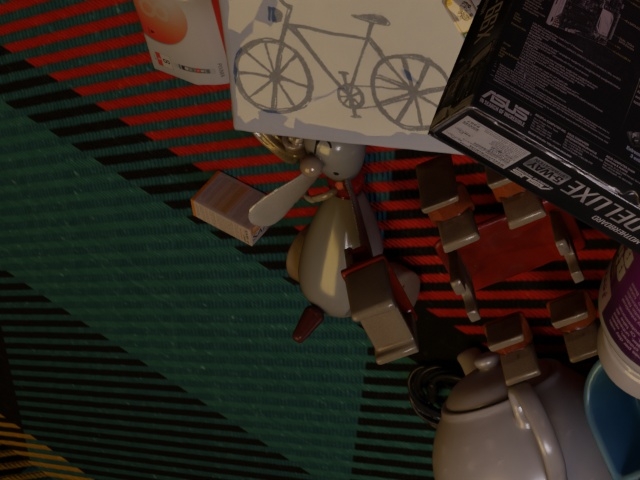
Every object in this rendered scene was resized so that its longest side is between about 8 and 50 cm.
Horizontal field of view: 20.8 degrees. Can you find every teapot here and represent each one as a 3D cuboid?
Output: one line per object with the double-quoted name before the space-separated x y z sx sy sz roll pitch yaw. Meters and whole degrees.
"teapot" 0.232 0.219 2.057 0.256 0.252 0.187 -16 102 40

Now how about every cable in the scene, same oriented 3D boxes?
"cable" 0.194 0.220 2.297 0.150 0.047 0.184 56 152 -16

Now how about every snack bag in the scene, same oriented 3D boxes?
"snack bag" 0.033 -0.244 1.686 0.323 0.037 0.342 8 123 25

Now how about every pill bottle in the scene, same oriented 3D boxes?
"pill bottle" 0.365 0.040 1.687 0.169 0.169 0.301 35 151 12

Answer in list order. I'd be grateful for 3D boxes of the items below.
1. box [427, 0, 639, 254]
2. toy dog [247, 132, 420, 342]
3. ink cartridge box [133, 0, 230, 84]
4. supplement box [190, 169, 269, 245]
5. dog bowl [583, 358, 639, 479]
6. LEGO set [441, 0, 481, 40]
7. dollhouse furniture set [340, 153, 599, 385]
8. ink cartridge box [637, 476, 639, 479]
"box" 0.268 -0.124 1.413 0.307 0.242 0.076 28 157 -13
"toy dog" 0.000 0.000 2.088 0.220 0.161 0.333 10 140 43
"ink cartridge box" -0.134 -0.235 2.045 0.179 0.045 0.145 27 150 30
"supplement box" -0.111 -0.042 2.270 0.098 0.062 0.036 28 149 24
"dog bowl" 0.389 0.237 1.896 0.166 0.074 0.297 -32 79 44
"LEGO set" 0.160 -0.300 1.546 0.182 0.060 0.244 -28 108 21
"dollhouse furniture set" 0.158 0.025 1.909 0.259 0.135 0.262 -21 124 12
"ink cartridge box" 0.406 0.278 1.759 0.176 0.371 0.069 45 144 -7
